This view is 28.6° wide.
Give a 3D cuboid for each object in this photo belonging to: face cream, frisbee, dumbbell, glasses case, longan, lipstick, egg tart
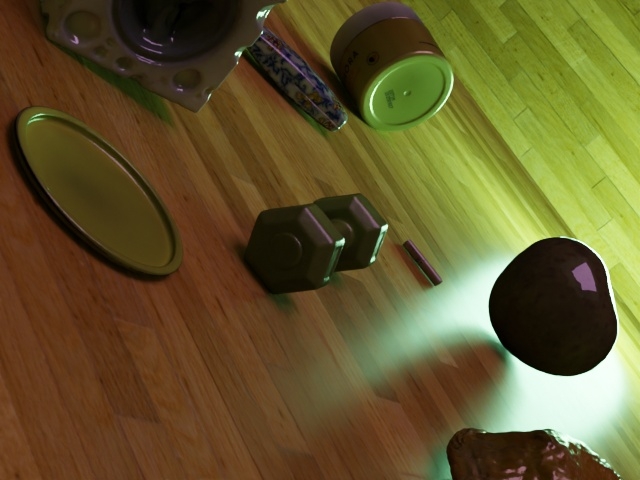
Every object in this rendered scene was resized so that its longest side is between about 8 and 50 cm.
[{"bbox_3d":[0.151,-0.368,2.672,0.218,0.218,0.179,30,25,-47],"label":"face cream"},{"bbox_3d":[-0.236,-0.052,1.341,0.236,0.017,0.236,44,17,-18],"label":"frisbee"},{"bbox_3d":[0.000,0.000,1.666,0.108,0.121,0.302,22,11,14],"label":"dumbbell"},{"bbox_3d":[-0.047,-0.296,2.278,0.248,0.065,0.087,45,19,-18],"label":"glasses case"},{"bbox_3d":[0.425,0.125,2.253,0.246,0.246,0.215,45,10,-11],"label":"longan"},{"bbox_3d":[0.178,0.039,2.187,0.094,0.019,0.019,52,17,12],"label":"lipstick"},{"bbox_3d":[0.301,0.359,1.570,0.351,0.153,0.339,42,21,-18],"label":"egg tart"}]

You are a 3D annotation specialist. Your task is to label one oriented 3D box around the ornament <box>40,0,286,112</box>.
[{"bbox_3d":[-0.211,-0.362,1.652,0.239,0.240,0.240,25,28,-36],"label":"ornament"}]
